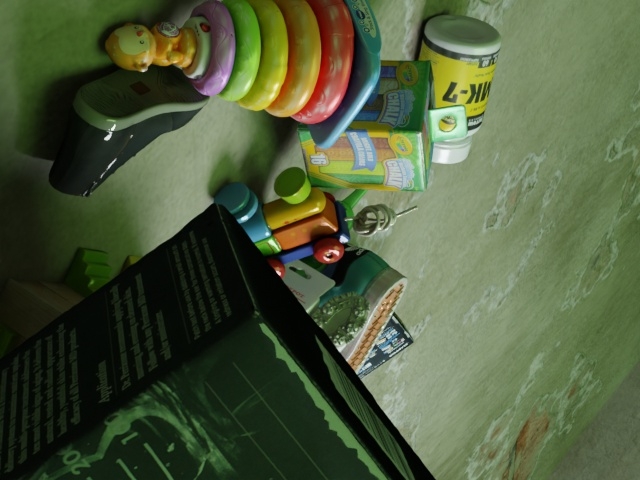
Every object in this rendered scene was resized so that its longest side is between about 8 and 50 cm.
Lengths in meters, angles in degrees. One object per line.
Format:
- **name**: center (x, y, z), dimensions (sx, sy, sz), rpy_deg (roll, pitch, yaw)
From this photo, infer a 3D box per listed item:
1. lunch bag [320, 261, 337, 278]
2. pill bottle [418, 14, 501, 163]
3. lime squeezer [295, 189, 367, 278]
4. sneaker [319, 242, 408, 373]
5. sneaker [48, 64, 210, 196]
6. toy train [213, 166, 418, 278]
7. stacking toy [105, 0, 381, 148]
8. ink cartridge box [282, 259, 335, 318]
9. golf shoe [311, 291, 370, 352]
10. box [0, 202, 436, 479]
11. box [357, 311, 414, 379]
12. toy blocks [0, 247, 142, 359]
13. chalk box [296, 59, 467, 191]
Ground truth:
- **lunch bag**: center (0.030, 0.085, 2.006), dimensions (0.067, 0.065, 0.098), rpy_deg (-50, 150, -20)
- **pill bottle**: center (0.202, -0.233, 1.942), dimensions (0.119, 0.119, 0.208), rpy_deg (-31, 140, -45)
- **lime squeezer**: center (0.000, 0.000, 1.910), dimensions (0.310, 0.059, 0.110), rpy_deg (-57, -175, -9)
- **sneaker**: center (0.013, 0.137, 1.890), dimensions (0.108, 0.121, 0.302), rpy_deg (-13, 139, -58)
- **sneaker**: center (-0.218, -0.127, 1.394), dimensions (0.118, 0.083, 0.222), rpy_deg (-55, 165, 30)
- **toy train**: center (-0.010, -0.047, 1.667), dimensions (0.248, 0.105, 0.143), rpy_deg (-20, 140, 13)
- **stacking toy**: center (-0.097, -0.214, 1.407), dimensions (0.302, 0.175, 0.165), rpy_deg (-1, 147, -30)
- **ink cartridge box**: center (-0.080, 0.110, 1.787), dimensions (0.198, 0.115, 0.067), rpy_deg (-41, 148, -33)
- **golf shoe**: center (0.001, 0.147, 1.789), dimensions (0.176, 0.069, 0.086), rpy_deg (-47, 172, -12)
- **box**: center (-0.138, 0.311, 1.227), dimensions (0.472, 0.297, 0.480), rpy_deg (-35, 113, 4)
- **box**: center (0.033, 0.184, 2.032), dimensions (0.220, 0.051, 0.175), rpy_deg (-35, 152, 3)
- **toy blocks**: center (-0.201, 0.153, 1.465), dimensions (0.381, 0.261, 0.190), rpy_deg (13, 104, -62)
- **chalk box**: center (0.089, -0.154, 1.685), dimensions (0.132, 0.213, 0.132), rpy_deg (77, 20, -52)
